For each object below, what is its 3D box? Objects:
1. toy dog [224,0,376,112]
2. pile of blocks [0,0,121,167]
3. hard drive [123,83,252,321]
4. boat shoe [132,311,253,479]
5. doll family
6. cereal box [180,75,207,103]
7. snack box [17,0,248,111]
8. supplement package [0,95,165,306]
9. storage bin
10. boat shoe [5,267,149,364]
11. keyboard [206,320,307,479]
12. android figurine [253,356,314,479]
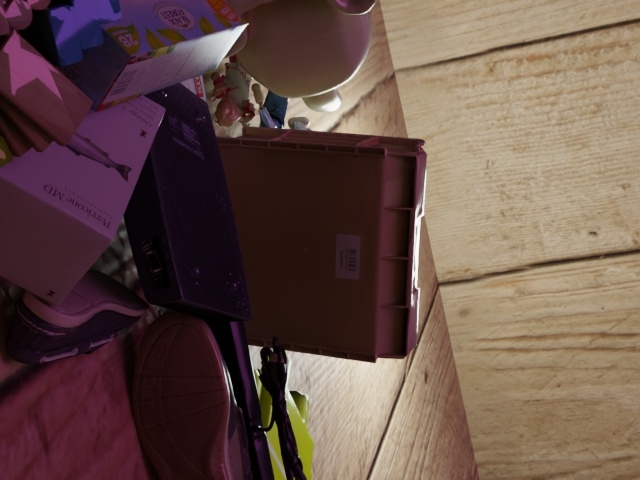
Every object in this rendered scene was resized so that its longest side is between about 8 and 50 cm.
[{"bbox_3d":[-0.032,-0.423,1.354,0.395,0.285,0.407,48,28,-43],"label":"toy dog"},{"bbox_3d":[-0.236,-0.157,0.692,0.362,0.113,0.149,-60,138,-19],"label":"pile of blocks"},{"bbox_3d":[-0.143,-0.044,0.971,0.172,0.054,0.254,30,45,-67],"label":"hard drive"},{"bbox_3d":[-0.130,0.208,1.036,0.092,0.103,0.285,-60,139,-79],"label":"boat shoe"},{"bbox_3d":[-0.063,-0.149,1.401,0.163,0.119,0.263,-82,157,-44],"label":"doll family"},{"bbox_3d":[-0.187,-0.129,1.101,0.240,0.047,0.172,-26,107,-74],"label":"cereal box"},{"bbox_3d":[-0.184,-0.212,0.845,0.174,0.070,0.207,44,31,4],"label":"snack box"},{"bbox_3d":[-0.215,-0.056,0.803,0.105,0.105,0.179,32,39,-21],"label":"supplement package"},{"bbox_3d":[0.000,0.000,1.201,0.123,0.261,0.262,-27,121,-69],"label":"storage bin"},{"bbox_3d":[-0.224,0.071,0.888,0.065,0.075,0.206,-57,171,7],"label":"boat shoe"},{"bbox_3d":[-0.077,0.204,1.073,0.033,0.202,0.317,-15,97,-36],"label":"keyboard"},{"bbox_3d":[-0.064,0.287,1.275,0.272,0.056,0.248,-81,156,-47],"label":"android figurine"}]
